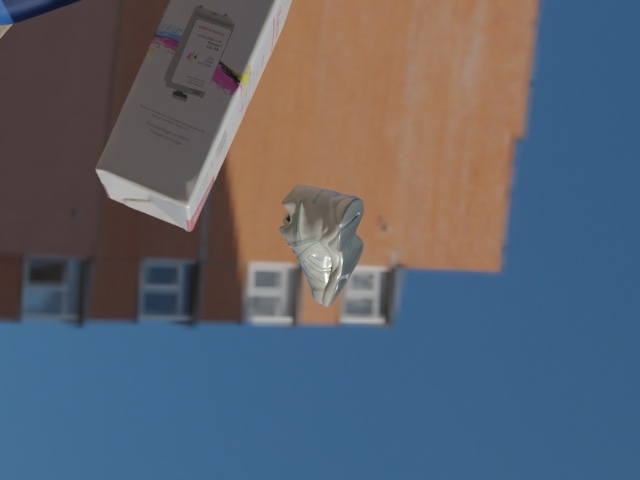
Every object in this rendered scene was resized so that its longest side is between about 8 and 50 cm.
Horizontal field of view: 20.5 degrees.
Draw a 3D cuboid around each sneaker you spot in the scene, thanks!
[{"bbox_3d":[0.000,0.000,1.447,0.061,0.053,0.152,24,-30,14],"label":"sneaker"}]

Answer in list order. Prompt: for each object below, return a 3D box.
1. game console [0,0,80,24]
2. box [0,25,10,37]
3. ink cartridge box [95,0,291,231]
[{"bbox_3d":[-0.141,-0.315,1.093,0.173,0.293,0.250,5,-128,18],"label":"game console"},{"bbox_3d":[-0.378,-0.264,1.371,0.121,0.311,0.148,13,-118,53],"label":"box"},{"bbox_3d":[-0.075,-0.114,1.147,0.115,0.067,0.198,113,1,-82],"label":"ink cartridge box"}]
